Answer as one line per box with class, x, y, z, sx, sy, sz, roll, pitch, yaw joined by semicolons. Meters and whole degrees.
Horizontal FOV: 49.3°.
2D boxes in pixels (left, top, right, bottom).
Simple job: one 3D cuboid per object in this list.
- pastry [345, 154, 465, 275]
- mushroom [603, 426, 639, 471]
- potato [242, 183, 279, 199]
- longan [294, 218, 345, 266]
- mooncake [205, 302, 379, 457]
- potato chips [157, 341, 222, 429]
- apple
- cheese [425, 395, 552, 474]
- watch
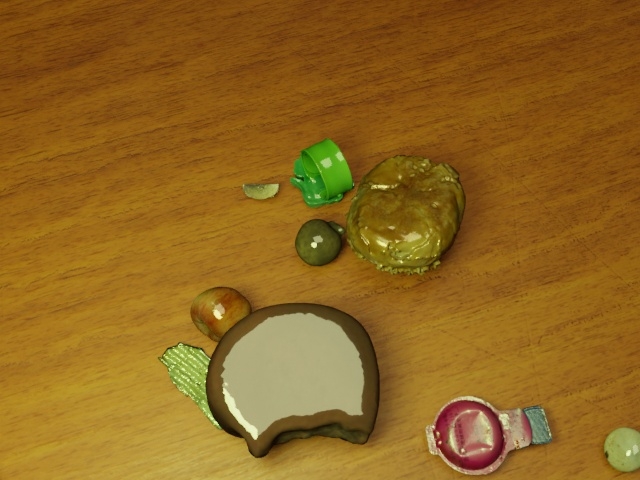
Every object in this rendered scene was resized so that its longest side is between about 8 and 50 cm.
pastry;0.185;-0.047;1.537;0.255;0.162;0.311;14;52;19
mushroom;0.599;0.409;1.353;0.079;0.085;0.085;30;56;-33
potato;-0.135;-0.117;1.648;0.093;0.036;0.037;0;97;20
longan;0.000;0.000;1.545;0.119;0.106;0.106;-37;68;-10
mooncake;-0.041;0.277;1.351;0.326;0.174;0.334;-39;78;-21
potato chips;-0.244;0.288;1.429;0.092;0.028;0.207;-41;68;-18
apple;-0.205;0.151;1.450;0.126;0.126;0.102;33;60;16
cheese;0.328;0.376;1.366;0.244;0.062;0.155;-7;63;-6
watch;-0.001;-0.166;1.606;0.131;0.152;0.165;-25;66;-10
